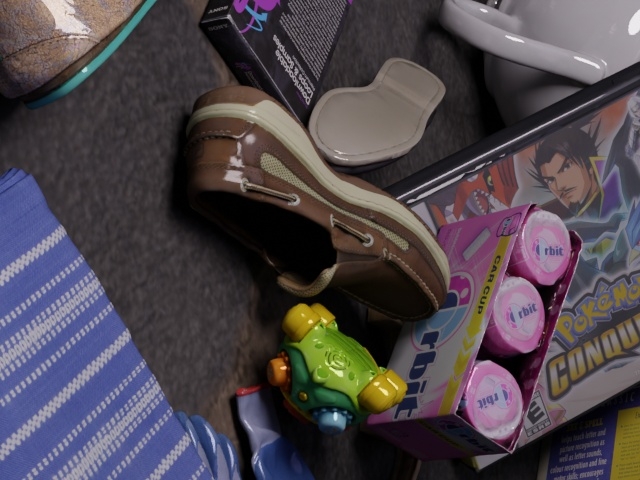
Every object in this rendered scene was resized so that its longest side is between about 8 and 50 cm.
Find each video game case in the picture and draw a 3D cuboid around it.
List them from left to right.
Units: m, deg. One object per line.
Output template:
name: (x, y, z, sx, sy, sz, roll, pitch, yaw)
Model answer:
video game case: (0.196, 0.021, 1.501, 0.275, 0.035, 0.248, -27, 110, -14)

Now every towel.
towel: (-0.137, 0.137, 1.001, 0.336, 0.040, 0.243, 61, 24, -9)

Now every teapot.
teapot: (0.226, -0.175, 1.634, 0.252, 0.187, 0.256, -52, 154, -25)

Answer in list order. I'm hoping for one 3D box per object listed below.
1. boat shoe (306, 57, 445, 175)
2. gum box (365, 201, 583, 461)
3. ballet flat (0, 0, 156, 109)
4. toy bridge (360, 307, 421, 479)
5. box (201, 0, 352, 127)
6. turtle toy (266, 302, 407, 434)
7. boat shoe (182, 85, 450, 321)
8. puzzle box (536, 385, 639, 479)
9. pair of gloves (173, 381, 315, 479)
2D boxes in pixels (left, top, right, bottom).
boat shoe: (0.036, -0.078, 1.386, 0.075, 0.065, 0.206, 34, 29, 7)
gum box: (0.117, 0.065, 1.369, 0.062, 0.107, 0.188, 34, 64, -25)
ballet flat: (-0.119, -0.200, 1.145, 0.106, 0.107, 0.316, 54, 37, -15)
toy bridge: (0.056, 0.145, 1.410, 0.063, 0.026, 0.188, 31, 57, -52)
box: (-0.028, -0.175, 1.355, 0.116, 0.029, 0.162, 55, 38, -37)
turtle toy: (0.006, 0.096, 1.282, 0.095, 0.066, 0.130, 43, 6, 9)
boat shoe: (-0.006, 0.002, 1.286, 0.257, 0.095, 0.095, 37, 49, -34)
puzzle box: (0.366, 0.135, 1.558, 0.052, 0.409, 0.272, 38, 51, -36)
pair of gloves: (-0.048, 0.178, 1.227, 0.198, 0.023, 0.159, -19, 94, -65)
